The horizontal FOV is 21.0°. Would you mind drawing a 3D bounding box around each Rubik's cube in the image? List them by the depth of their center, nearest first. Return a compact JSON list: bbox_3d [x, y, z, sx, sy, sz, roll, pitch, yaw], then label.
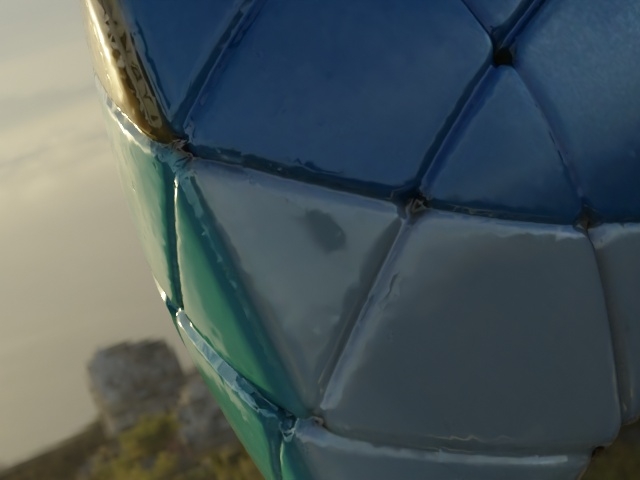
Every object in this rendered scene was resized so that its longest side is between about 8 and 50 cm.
[{"bbox_3d":[0.000,0.000,0.546,0.254,0.254,0.254,-19,8,3],"label":"Rubik's cube"}]
